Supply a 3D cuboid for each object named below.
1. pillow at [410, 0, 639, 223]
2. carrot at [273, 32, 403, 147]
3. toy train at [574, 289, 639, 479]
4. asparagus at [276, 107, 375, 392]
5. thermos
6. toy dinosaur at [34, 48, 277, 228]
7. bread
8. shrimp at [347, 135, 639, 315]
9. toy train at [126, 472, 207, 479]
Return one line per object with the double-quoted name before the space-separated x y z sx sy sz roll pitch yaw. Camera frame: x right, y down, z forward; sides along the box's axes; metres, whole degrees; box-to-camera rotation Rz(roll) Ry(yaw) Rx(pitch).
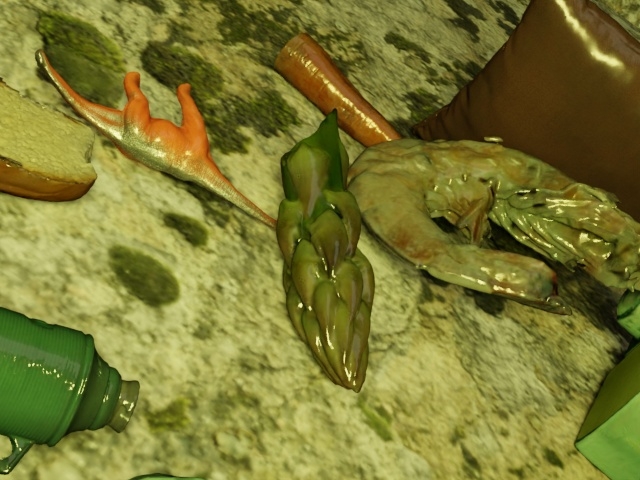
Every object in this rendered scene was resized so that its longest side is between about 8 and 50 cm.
"pillow" 0.282 -0.103 1.008 0.305 0.308 0.108 35 59 -4
"carrot" 0.046 -0.134 1.035 0.224 0.057 0.057 43 32 3
"toy train" 0.424 0.207 0.879 0.397 0.160 0.253 41 39 7
"asparagus" 0.000 0.000 0.784 0.080 0.080 0.287 15 48 -32
"thermos" -0.192 0.069 0.522 0.188 0.073 0.083 22 34 -23
"toy dinosaur" -0.118 -0.081 0.807 0.280 0.055 0.101 21 45 -27
"bread" -0.228 -0.073 0.699 0.129 0.044 0.126 22 28 -18
"shrimp" 0.186 -0.008 0.893 0.360 0.085 0.247 24 35 19
"toy train" -0.130 0.208 0.359 0.304 0.150 0.221 11 51 -37
